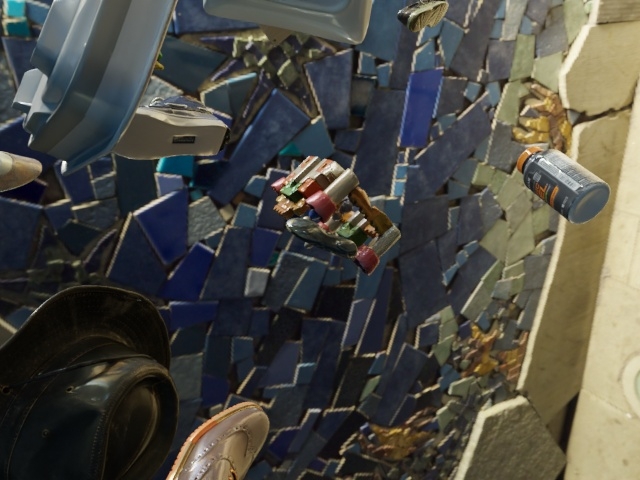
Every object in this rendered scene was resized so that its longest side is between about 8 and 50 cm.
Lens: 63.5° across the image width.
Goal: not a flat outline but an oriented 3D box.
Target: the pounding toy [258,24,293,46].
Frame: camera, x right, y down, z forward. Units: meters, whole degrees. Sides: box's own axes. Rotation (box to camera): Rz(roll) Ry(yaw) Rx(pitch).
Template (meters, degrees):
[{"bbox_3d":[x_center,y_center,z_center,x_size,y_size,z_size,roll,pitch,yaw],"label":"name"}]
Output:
[{"bbox_3d":[-0.073,-0.602,1.287,0.094,0.206,0.181,46,-167,-39],"label":"pounding toy"}]

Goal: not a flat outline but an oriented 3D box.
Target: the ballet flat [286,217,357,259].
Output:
[{"bbox_3d":[0.000,0.000,1.143,0.173,0.058,0.049,25,147,10],"label":"ballet flat"}]

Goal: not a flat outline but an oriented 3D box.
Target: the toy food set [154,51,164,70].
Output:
[{"bbox_3d":[-0.378,-0.389,0.989,0.217,0.128,0.071,24,96,36],"label":"toy food set"}]

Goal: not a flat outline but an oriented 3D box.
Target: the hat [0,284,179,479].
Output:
[{"bbox_3d":[-0.253,0.224,0.588,0.133,0.331,0.332,17,122,26],"label":"hat"}]

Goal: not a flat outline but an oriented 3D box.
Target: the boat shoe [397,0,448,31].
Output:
[{"bbox_3d":[0.299,-0.667,1.507,0.073,0.223,0.080,39,137,14],"label":"boat shoe"}]

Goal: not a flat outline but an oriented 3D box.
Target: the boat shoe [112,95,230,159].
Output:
[{"bbox_3d":[-0.405,-0.290,1.282,0.158,0.340,0.127,48,124,33],"label":"boat shoe"}]

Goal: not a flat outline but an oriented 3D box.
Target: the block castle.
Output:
[{"bbox_3d":[0.017,-0.076,1.622,0.303,0.213,0.453,49,173,-23],"label":"block castle"}]

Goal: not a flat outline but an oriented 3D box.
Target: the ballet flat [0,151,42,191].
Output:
[{"bbox_3d":[-0.871,-0.169,1.286,0.108,0.315,0.106,58,153,24],"label":"ballet flat"}]

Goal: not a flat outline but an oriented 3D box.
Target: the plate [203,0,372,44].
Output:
[{"bbox_3d":[-0.034,-0.474,0.807,0.045,0.277,0.278,-100,21,-68],"label":"plate"}]

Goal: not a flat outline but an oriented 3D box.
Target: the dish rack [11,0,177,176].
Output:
[{"bbox_3d":[-0.181,-0.229,0.450,0.285,0.072,0.333,2,74,54],"label":"dish rack"}]

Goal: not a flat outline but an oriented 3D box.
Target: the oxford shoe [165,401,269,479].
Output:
[{"bbox_3d":[-0.160,0.382,0.757,0.132,0.364,0.130,-3,115,31],"label":"oxford shoe"}]

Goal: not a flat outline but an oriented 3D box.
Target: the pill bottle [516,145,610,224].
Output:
[{"bbox_3d":[0.644,-0.162,1.402,0.246,0.130,0.131,-121,30,-46],"label":"pill bottle"}]
